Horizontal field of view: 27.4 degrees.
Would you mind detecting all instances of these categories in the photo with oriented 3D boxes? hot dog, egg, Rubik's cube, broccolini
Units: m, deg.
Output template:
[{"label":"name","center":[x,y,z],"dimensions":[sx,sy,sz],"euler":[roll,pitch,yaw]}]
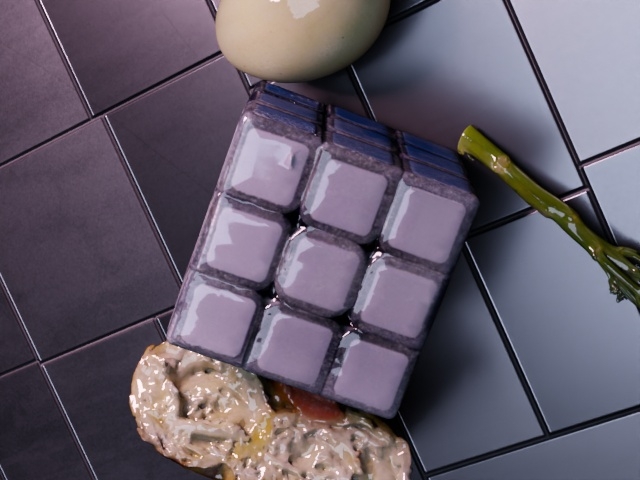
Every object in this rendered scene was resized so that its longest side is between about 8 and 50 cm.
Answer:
[{"label":"hot dog","center":[-0.064,0.255,1.778],"dimensions":[0.367,0.365,0.196],"euler":[22,77,2]},{"label":"egg","center":[-0.027,-0.301,1.706],"dimensions":[0.253,0.188,0.189],"euler":[-21,95,35]},{"label":"Rubik's cube","center":[0.000,0.000,1.654],"dimensions":[0.305,0.301,0.304],"euler":[18,105,-3]},{"label":"broccolini","center":[0.332,-0.007,1.717],"dimensions":[0.392,0.078,0.074],"euler":[42,126,15]}]
